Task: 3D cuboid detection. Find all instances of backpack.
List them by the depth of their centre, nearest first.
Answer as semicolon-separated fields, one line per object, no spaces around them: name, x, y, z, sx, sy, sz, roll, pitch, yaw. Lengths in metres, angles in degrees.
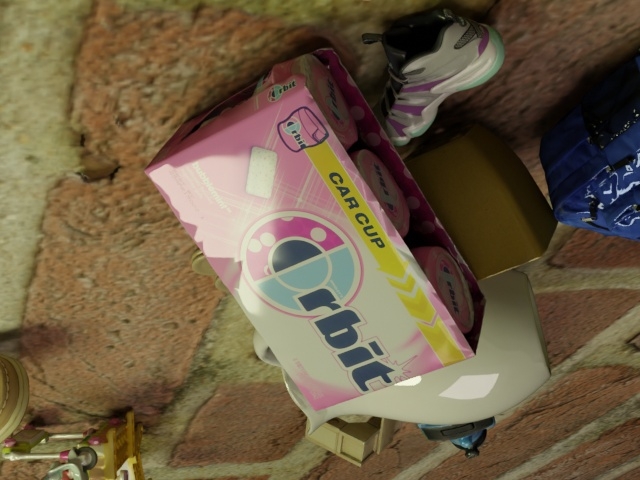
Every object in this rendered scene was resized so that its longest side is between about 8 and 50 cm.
backpack;0.193;-0.047;0.630;0.098;0.101;0.120;14;149;-28

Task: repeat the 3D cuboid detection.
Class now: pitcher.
pitcher;0.064;0.080;0.803;0.207;0.125;0.178;-13;155;13

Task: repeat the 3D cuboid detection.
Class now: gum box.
gum box;-0.001;-0.006;0.580;0.107;0.062;0.188;-24;112;26

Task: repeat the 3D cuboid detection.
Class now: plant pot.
plant pot;0.090;-0.024;0.644;0.081;0.083;0.081;-23;-173;24

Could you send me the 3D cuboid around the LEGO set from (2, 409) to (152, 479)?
LEGO set;-0.235;0.238;1.025;0.107;0.132;0.287;-1;160;1

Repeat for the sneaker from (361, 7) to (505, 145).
sneaker;0.043;-0.092;0.560;0.069;0.038;0.098;18;133;-40

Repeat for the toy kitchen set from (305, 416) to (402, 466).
toy kitchen set;0.040;0.182;1.114;0.083;0.075;0.068;-28;133;-50

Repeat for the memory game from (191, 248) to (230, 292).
memory game;0.000;0.000;0.749;0.186;0.012;0.186;-9;153;-4

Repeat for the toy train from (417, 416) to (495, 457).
toy train;0.120;0.138;0.961;0.080;0.105;0.184;-14;153;9

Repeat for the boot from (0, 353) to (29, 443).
boot;-0.368;0.110;0.749;0.262;0.095;0.203;-9;153;8
